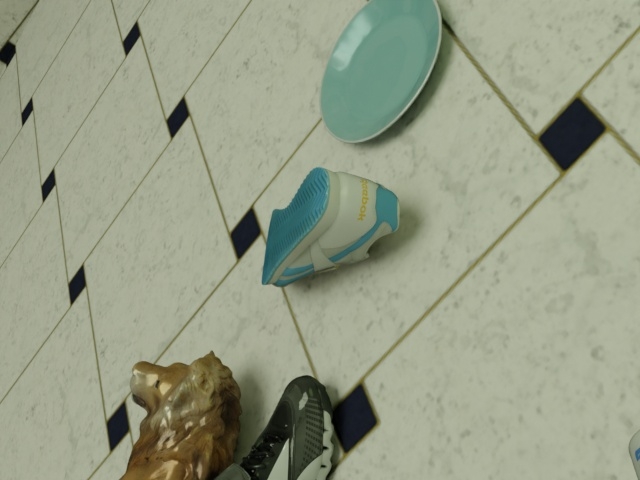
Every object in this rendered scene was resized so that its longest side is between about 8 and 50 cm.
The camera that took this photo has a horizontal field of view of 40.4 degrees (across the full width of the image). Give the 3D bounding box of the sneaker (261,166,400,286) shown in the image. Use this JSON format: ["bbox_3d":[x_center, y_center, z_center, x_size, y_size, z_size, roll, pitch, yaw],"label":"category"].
[{"bbox_3d":[0.000,0.000,0.899,0.228,0.092,0.087,144,134,-63],"label":"sneaker"}]

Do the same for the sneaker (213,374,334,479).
[{"bbox_3d":[-0.059,0.238,0.828,0.078,0.106,0.234,11,81,52],"label":"sneaker"}]

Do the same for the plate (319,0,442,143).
[{"bbox_3d":[0.068,-0.191,0.956,0.188,0.024,0.188,-26,53,41],"label":"plate"}]

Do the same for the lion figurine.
[{"bbox_3d":[-0.177,0.307,0.866,0.240,0.142,0.392,-48,25,32],"label":"lion figurine"}]

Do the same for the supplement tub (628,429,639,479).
[{"bbox_3d":[0.217,0.152,0.473,0.071,0.071,0.107,-37,47,35],"label":"supplement tub"}]
